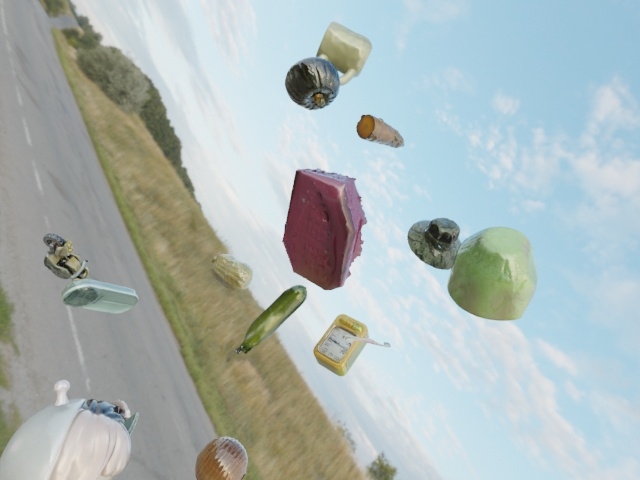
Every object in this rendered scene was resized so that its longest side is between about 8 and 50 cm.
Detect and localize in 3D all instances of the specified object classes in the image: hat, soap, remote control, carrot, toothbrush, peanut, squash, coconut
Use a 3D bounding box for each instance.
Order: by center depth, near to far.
[{"bbox_3d":[0.009,-0.026,1.198,0.220,0.127,0.325,24,-63,25],"label":"soap"},{"bbox_3d":[-0.674,0.173,1.323,0.052,0.104,0.247,58,9,26],"label":"remote control"},{"bbox_3d":[0.152,0.324,1.374,0.204,0.017,0.022,17,25,-34],"label":"toothbrush"},{"bbox_3d":[-0.026,-0.521,1.437,0.193,0.193,0.156,-166,-117,-71],"label":"squash"},{"bbox_3d":[0.581,0.125,1.455,0.328,0.281,0.329,180,-90,-89],"label":"coconut"},{"bbox_3d":[-0.172,0.278,1.510,0.087,0.331,0.087,42,-15,14],"label":"squash"},{"bbox_3d":[0.249,-0.402,1.653,0.101,0.263,0.102,-9,-103,44],"label":"carrot"},{"bbox_3d":[0.492,-0.023,1.754,0.265,0.265,0.128,53,-35,29],"label":"hat"},{"bbox_3d":[-0.416,0.150,2.007,0.313,0.152,0.152,19,-42,47],"label":"peanut"}]

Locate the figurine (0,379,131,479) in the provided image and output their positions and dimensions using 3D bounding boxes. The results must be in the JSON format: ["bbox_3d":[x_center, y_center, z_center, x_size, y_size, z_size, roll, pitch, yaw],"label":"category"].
[{"bbox_3d":[-0.540,0.479,0.831,0.211,0.361,0.253,45,-13,-28],"label":"figurine"}]

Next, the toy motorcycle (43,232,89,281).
[{"bbox_3d":[-0.853,0.065,1.449,0.129,0.094,0.229,23,-44,-2],"label":"toy motorcycle"}]

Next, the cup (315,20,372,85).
[{"bbox_3d":[0.093,-0.779,1.800,0.202,0.255,0.173,26,-44,-6],"label":"cup"}]

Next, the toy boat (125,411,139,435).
[{"bbox_3d":[-0.456,0.444,0.986,0.096,0.122,0.034,16,-21,41],"label":"toy boat"}]

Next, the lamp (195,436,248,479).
[{"bbox_3d":[-0.254,0.580,1.108,0.136,0.136,0.136,55,-15,23],"label":"lamp"}]

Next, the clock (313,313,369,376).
[{"bbox_3d":[0.080,0.390,1.614,0.143,0.202,0.096,24,-30,28],"label":"clock"}]
